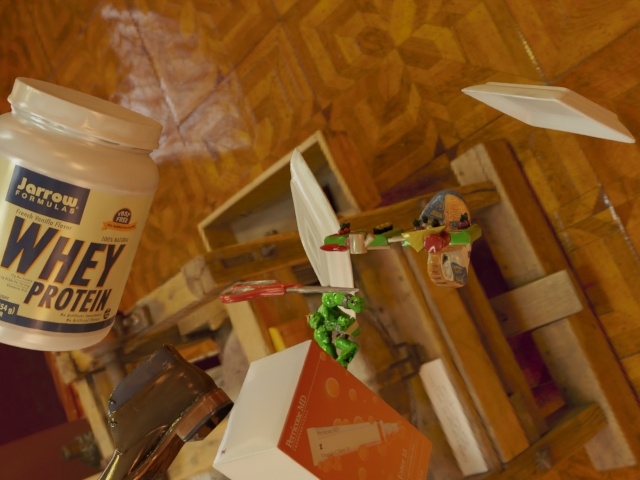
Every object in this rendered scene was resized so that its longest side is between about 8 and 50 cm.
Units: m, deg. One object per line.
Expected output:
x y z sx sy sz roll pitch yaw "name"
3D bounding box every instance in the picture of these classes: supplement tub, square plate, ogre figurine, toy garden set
-0.363 -0.038 1.000 0.235 0.235 0.325 27 102 36 "supplement tub"
0.000 0.000 1.802 0.344 0.049 0.347 83 165 -48 "square plate"
0.034 0.183 1.523 0.118 0.096 0.197 42 148 44 "ogre figurine"
0.119 -0.015 1.158 0.244 0.203 0.049 -2 96 22 "toy garden set"

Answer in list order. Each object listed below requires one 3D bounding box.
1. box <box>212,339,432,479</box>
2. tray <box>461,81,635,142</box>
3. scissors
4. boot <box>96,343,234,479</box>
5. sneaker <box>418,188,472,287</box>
0.017 0.373 1.266 0.168 0.215 0.345 -27 121 38 "box"
0.325 -0.195 1.047 0.030 0.145 0.270 -66 19 7 "tray"
-0.046 0.081 1.268 0.297 0.109 0.021 -8 97 29 "scissors"
-0.212 0.219 0.814 0.219 0.082 0.106 -40 72 -8 "boot"
0.274 -0.027 1.560 0.111 0.131 0.296 8 145 15 "sneaker"
